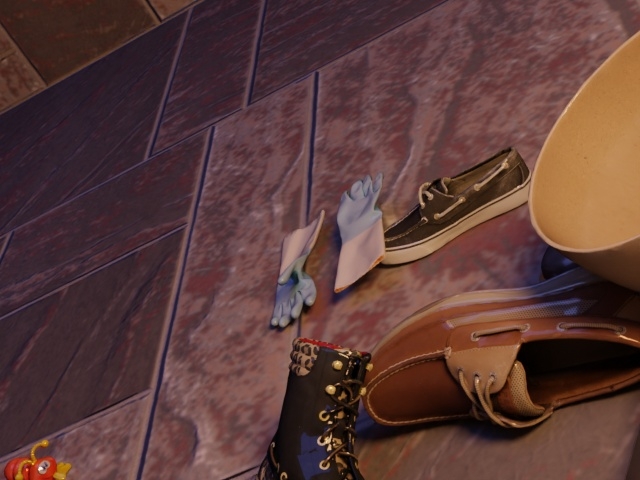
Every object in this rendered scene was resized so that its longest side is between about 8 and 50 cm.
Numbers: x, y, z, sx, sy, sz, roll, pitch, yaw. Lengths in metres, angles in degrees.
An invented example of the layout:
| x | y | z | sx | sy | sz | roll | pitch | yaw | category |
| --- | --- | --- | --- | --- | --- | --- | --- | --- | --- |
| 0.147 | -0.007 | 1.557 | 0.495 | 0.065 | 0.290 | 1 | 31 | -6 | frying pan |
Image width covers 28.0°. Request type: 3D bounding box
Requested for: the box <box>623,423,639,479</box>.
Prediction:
| x | y | z | sx | sy | sz | roll | pitch | yaw | category |
| --- | --- | --- | --- | --- | --- | --- | --- | --- | --- |
| 0.385 | 0.160 | 0.976 | 0.293 | 0.073 | 0.295 | -13 | 34 | 38 | box |

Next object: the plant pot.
| x | y | z | sx | sy | sz | roll | pitch | yaw | category |
| --- | --- | --- | --- | --- | --- | --- | --- | --- | --- |
| 0.352 | -0.053 | 1.134 | 0.284 | 0.191 | 0.284 | -41 | 25 | 24 | plant pot |

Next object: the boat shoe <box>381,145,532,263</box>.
| x | y | z | sx | sy | sz | roll | pitch | yaw | category |
| --- | --- | --- | --- | --- | --- | --- | --- | --- | --- |
| 0.154 | -0.046 | 1.582 | 0.219 | 0.070 | 0.078 | -29 | 27 | 12 | boat shoe |

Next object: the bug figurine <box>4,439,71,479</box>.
| x | y | z | sx | sy | sz | roll | pitch | yaw | category |
| --- | --- | --- | --- | --- | --- | --- | --- | --- | --- |
| -0.436 | 0.361 | 1.573 | 0.216 | 0.072 | 0.279 | -12 | 34 | 38 | bug figurine |

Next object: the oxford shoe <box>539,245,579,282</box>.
| x | y | z | sx | sy | sz | roll | pitch | yaw | category |
| --- | --- | --- | --- | --- | --- | --- | --- | --- | --- |
| 0.342 | -0.086 | 1.365 | 0.363 | 0.132 | 0.130 | -45 | 29 | -21 | oxford shoe |

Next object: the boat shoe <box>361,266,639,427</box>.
| x | y | z | sx | sy | sz | roll | pitch | yaw | category |
| --- | --- | --- | --- | --- | --- | --- | --- | --- | --- |
| 0.178 | 0.117 | 1.234 | 0.324 | 0.123 | 0.116 | -23 | 30 | 24 | boat shoe |

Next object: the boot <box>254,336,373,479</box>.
| x | y | z | sx | sy | sz | roll | pitch | yaw | category |
| --- | --- | --- | --- | --- | --- | --- | --- | --- | --- |
| 0.016 | 0.195 | 1.231 | 0.236 | 0.085 | 0.178 | 13 | 90 | 60 | boot |

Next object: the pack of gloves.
| x | y | z | sx | sy | sz | roll | pitch | yaw | category |
| --- | --- | --- | --- | --- | --- | --- | --- | --- | --- |
| 0.000 | 0.000 | 1.662 | 0.195 | 0.046 | 0.232 | -39 | 23 | 24 | pack of gloves |
